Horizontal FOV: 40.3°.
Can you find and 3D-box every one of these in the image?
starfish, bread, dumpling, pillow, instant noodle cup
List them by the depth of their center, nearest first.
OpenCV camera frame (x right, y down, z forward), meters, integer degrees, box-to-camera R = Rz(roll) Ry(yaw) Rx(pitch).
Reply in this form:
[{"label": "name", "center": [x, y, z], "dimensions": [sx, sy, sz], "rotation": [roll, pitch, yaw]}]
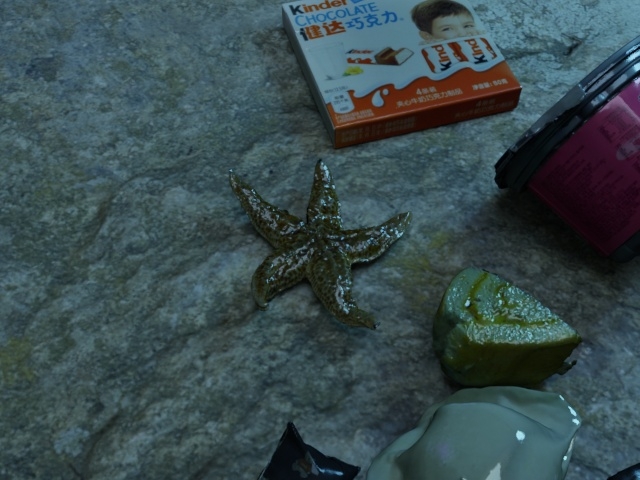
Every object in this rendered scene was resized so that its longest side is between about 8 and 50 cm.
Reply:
[{"label": "dumpling", "center": [0.133, 0.227, 0.843], "dimensions": [0.179, 0.131, 0.252], "rotation": [13, 44, 37]}, {"label": "pillow", "center": [-0.033, 0.263, 0.861], "dimensions": [0.090, 0.048, 0.150], "rotation": [21, 58, 21]}, {"label": "bread", "center": [0.186, 0.110, 0.938], "dimensions": [0.156, 0.103, 0.110], "rotation": [32, 51, 31]}, {"label": "instant noodle cup", "center": [0.358, -0.091, 1.020], "dimensions": [0.302, 0.258, 0.181], "rotation": [-35, 77, -22]}, {"label": "starfish", "center": [0.000, 0.000, 1.044], "dimensions": [0.236, 0.062, 0.277], "rotation": [-33, 59, -23]}]

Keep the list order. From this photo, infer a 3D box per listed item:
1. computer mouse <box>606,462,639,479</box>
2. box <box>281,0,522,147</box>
[{"label": "computer mouse", "center": [0.371, 0.321, 0.790], "dimensions": [0.170, 0.100, 0.269], "rotation": [-7, 49, -11]}, {"label": "box", "center": [0.108, -0.266, 1.244], "dimensions": [0.273, 0.048, 0.265], "rotation": [-15, 56, -10]}]
